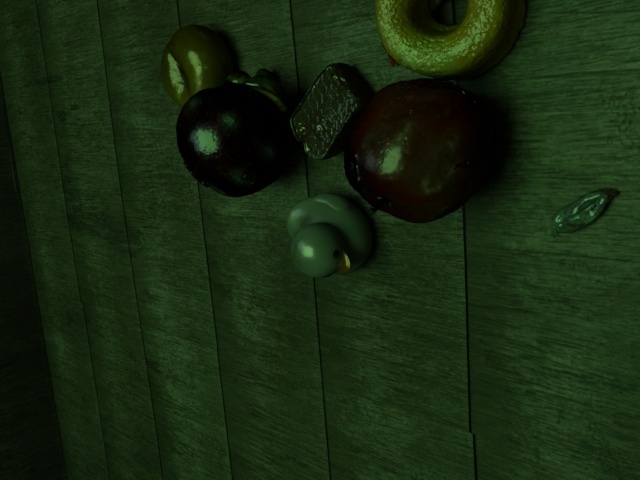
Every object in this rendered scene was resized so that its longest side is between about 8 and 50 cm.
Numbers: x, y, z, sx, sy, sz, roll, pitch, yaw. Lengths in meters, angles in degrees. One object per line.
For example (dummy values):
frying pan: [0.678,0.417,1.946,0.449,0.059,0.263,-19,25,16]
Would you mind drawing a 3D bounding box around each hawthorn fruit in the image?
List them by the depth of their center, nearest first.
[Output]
hawthorn fruit: [0.193,-0.182,1.435,0.316,0.316,0.316,16,113,44]

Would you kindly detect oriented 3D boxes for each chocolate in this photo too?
chocolate: [0.031,-0.301,1.711,0.148,0.093,0.214,57,135,21]

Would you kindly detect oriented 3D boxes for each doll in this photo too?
doll: [0.000,0.000,1.746,0.251,0.221,0.221,40,128,33]

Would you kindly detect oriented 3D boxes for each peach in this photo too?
peach: [-0.350,-0.479,2.035,0.251,0.153,0.251,14,108,51]

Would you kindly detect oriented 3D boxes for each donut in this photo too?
donut: [0.235,-0.444,1.388,0.303,0.110,0.303,13,116,28]

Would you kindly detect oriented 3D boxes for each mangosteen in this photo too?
mangosteen: [-0.211,-0.266,1.840,0.330,0.330,0.330,16,113,44]

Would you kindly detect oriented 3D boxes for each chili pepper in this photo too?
chili pepper: [0.481,-0.051,1.334,0.050,0.041,0.153,34,139,-18]

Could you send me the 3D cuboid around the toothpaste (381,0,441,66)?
toothpaste: [0.191,-0.457,1.530,0.193,0.045,0.071,-45,60,49]
